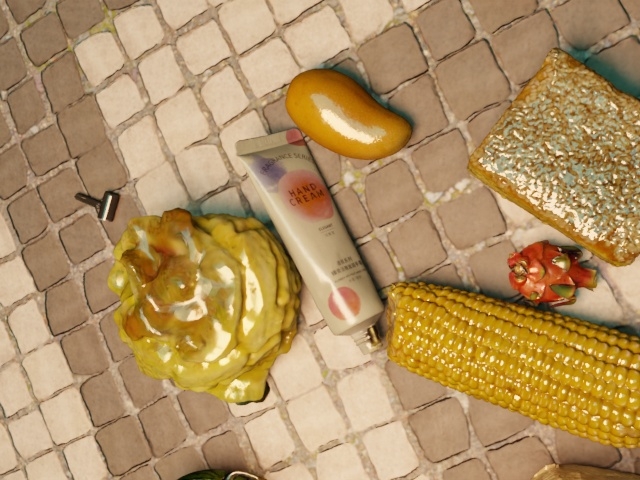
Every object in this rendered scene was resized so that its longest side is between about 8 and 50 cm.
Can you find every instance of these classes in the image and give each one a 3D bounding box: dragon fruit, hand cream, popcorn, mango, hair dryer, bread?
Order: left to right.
[{"bbox_3d":[-0.365,-0.064,1.199,0.083,0.026,0.047,20,96,25],"label":"hair dryer"},{"bbox_3d":[-0.166,0.081,1.019,0.293,0.237,0.292,0,89,16],"label":"popcorn"},{"bbox_3d":[0.000,0.000,1.025,0.078,0.124,0.340,-33,81,50],"label":"hand cream"},{"bbox_3d":[0.036,-0.170,1.024,0.184,0.085,0.102,30,97,6],"label":"mango"},{"bbox_3d":[0.296,0.041,0.940,0.116,0.081,0.086,-6,88,-4],"label":"dragon fruit"},{"bbox_3d":[0.326,-0.097,0.912,0.234,0.110,0.184,37,100,13],"label":"bread"}]

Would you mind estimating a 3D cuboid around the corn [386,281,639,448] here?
[{"bbox_3d":[0.256,0.152,0.926,0.387,0.144,0.143,13,96,18],"label":"corn"}]

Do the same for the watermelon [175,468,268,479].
[{"bbox_3d":[-0.139,0.425,1.076,0.204,0.127,0.232,8,96,19],"label":"watermelon"}]

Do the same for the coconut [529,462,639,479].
[{"bbox_3d":[0.341,0.448,0.780,0.405,0.404,0.404,1,92,19],"label":"coconut"}]
